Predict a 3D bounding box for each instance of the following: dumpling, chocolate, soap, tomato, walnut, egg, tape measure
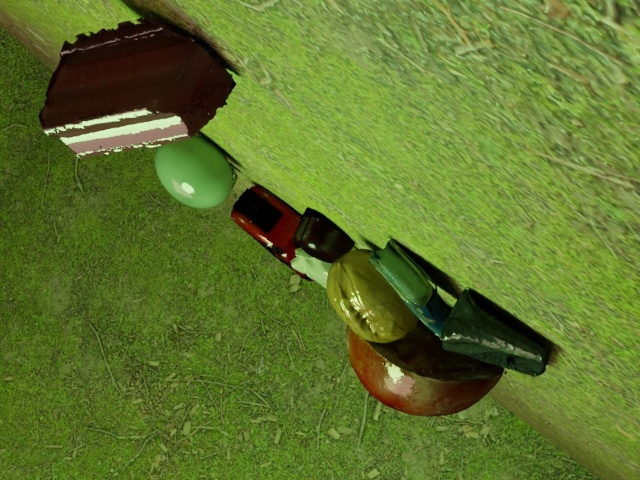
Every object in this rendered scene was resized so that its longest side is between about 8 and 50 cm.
[{"bbox_3d":[0.030,0.050,2.112,0.199,0.119,0.136,4,156,7],"label":"dumpling"},{"bbox_3d":[0.000,0.000,2.016,0.125,0.080,0.148,40,174,-20],"label":"chocolate"},{"bbox_3d":[-0.232,-0.198,1.239,0.249,0.162,0.099,-4,146,33],"label":"soap"},{"bbox_3d":[0.196,0.264,1.987,0.338,0.144,0.338,18,-164,-5],"label":"tomato"},{"bbox_3d":[0.100,0.105,1.853,0.207,0.159,0.159,47,172,-24],"label":"walnut"},{"bbox_3d":[-0.284,-0.157,2.174,0.192,0.149,0.149,41,175,-8],"label":"egg"},{"bbox_3d":[-0.097,-0.019,2.352,0.260,0.114,0.253,36,175,20],"label":"tape measure"}]

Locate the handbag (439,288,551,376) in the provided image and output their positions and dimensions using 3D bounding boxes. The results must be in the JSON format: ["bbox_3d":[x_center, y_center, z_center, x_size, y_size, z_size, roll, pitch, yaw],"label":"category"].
[{"bbox_3d":[0.281,0.162,1.544,0.175,0.089,0.270,27,174,13],"label":"handbag"}]

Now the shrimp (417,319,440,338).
[{"bbox_3d":[0.282,0.184,1.860,0.145,0.059,0.254,29,175,-27],"label":"shrimp"}]

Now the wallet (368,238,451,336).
[{"bbox_3d":[0.160,0.081,1.629,0.141,0.059,0.202,46,180,28],"label":"wallet"}]

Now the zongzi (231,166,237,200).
[{"bbox_3d":[-0.251,-0.172,2.392,0.189,0.081,0.178,27,-168,10],"label":"zongzi"}]
